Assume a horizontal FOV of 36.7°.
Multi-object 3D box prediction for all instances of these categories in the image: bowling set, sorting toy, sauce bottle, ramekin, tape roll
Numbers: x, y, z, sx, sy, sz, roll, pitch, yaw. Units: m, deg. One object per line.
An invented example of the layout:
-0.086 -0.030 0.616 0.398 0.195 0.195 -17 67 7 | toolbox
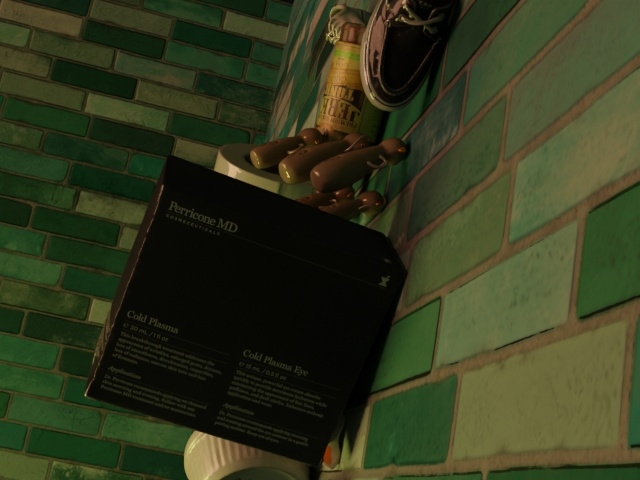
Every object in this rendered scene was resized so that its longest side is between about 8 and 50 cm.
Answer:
0.024 -0.070 1.519 0.287 0.154 0.200 29 137 57 | bowling set
0.012 0.289 1.428 0.075 0.045 0.083 -59 7 -8 | sorting toy
0.048 -0.192 1.643 0.111 0.111 0.344 -127 50 -78 | sauce bottle
-0.112 0.376 1.544 0.109 0.207 0.207 -105 28 -53 | ramekin
-0.121 -0.089 2.084 0.246 0.246 0.169 -100 25 -68 | tape roll

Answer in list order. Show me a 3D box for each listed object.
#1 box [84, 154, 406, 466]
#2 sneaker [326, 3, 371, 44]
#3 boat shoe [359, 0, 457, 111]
-0.106 0.096 1.339 0.179 0.343 0.312 -108 40 -70 | box
0.055 -0.404 1.938 0.258 0.091 0.094 -95 20 -62 | sneaker
0.138 -0.324 1.331 0.102 0.108 0.301 -124 55 -79 | boat shoe
